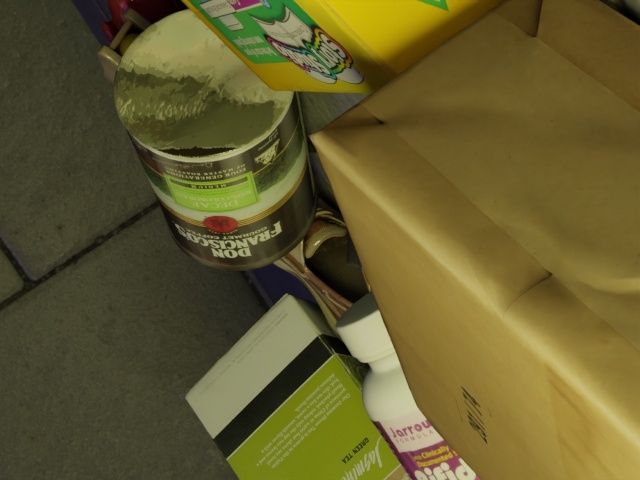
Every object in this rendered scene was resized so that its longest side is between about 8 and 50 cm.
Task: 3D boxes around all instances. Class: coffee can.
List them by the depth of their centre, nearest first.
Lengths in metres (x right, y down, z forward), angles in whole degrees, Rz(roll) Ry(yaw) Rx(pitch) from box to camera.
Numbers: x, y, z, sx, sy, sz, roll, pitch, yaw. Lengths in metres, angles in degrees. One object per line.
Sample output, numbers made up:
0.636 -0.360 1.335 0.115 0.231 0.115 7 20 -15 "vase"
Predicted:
-0.115 -0.113 1.286 0.201 0.201 0.275 51 167 25 "coffee can"

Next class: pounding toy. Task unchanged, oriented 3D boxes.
-0.191 -0.177 1.481 0.269 0.155 0.154 34 164 -15 "pounding toy"

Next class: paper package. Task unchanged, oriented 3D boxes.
0.172 0.068 0.606 0.309 0.168 0.325 46 166 39 "paper package"

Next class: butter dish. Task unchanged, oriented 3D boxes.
-0.263 -0.329 1.580 0.160 0.118 0.160 60 170 -29 "butter dish"

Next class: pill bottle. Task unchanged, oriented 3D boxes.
0.147 0.176 1.098 0.302 0.169 0.169 56 171 -6 "pill bottle"

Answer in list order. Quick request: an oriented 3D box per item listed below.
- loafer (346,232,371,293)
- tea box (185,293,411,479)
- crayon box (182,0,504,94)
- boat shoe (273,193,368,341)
0.058 0.013 1.312 0.170 0.061 0.062 59 171 -17 "loafer"
0.044 0.282 1.528 0.323 0.220 0.329 51 -167 27 "tea box"
-0.067 -0.241 0.740 0.313 0.106 0.363 43 176 -17 "crayon box"
0.000 0.000 1.442 0.324 0.123 0.116 46 161 18 "boat shoe"
